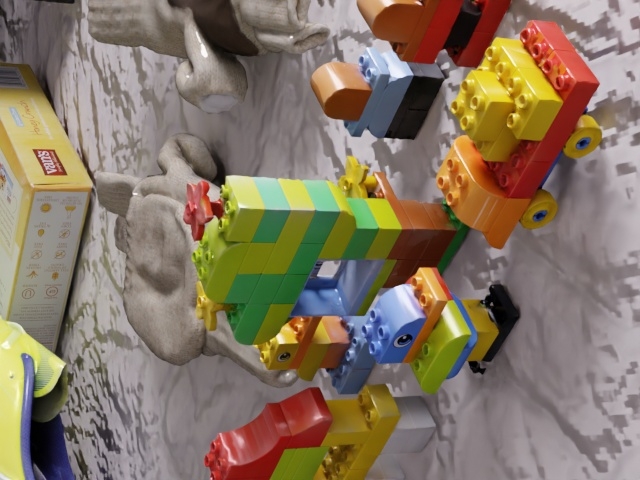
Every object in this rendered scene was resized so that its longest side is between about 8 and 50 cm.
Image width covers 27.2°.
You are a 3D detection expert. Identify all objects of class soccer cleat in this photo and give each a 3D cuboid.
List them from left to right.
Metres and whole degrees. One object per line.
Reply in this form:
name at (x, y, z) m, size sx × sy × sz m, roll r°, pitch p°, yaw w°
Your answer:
soccer cleat at (-0.215, 0.081, 0.838) m, size 0.121 × 0.093 × 0.289 m, roll -33°, pitch 70°, yaw 13°

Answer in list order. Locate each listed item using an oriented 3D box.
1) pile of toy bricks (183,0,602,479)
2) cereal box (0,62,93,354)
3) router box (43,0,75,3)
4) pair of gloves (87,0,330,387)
pile of toy bricks at (0.000, 0.000, 0.465) m, size 0.212 × 0.105 × 0.118 m, roll -65°, pitch 36°, yaw 37°
cereal box at (-0.227, 0.017, 0.942) m, size 0.173 × 0.047 × 0.240 m, roll 54°, pitch 135°, yaw 45°
router box at (-0.286, -0.281, 0.787) m, size 0.081 × 0.309 × 0.243 m, roll 42°, pitch 124°, yaw 53°
pair of gloves at (-0.056, -0.059, 0.639) m, size 0.204 × 0.042 × 0.240 m, roll 3°, pitch 95°, yaw 58°
